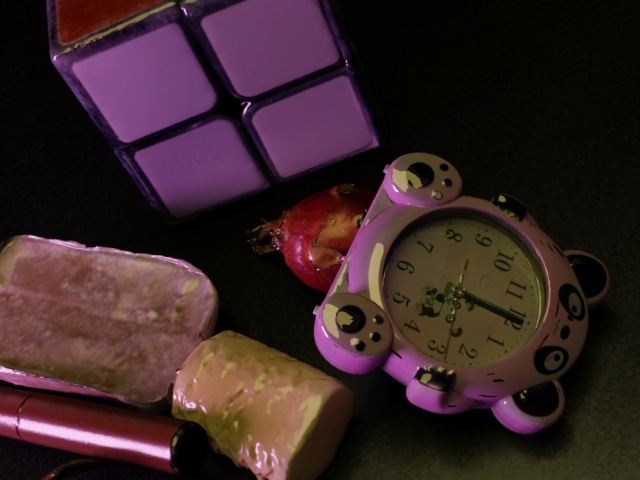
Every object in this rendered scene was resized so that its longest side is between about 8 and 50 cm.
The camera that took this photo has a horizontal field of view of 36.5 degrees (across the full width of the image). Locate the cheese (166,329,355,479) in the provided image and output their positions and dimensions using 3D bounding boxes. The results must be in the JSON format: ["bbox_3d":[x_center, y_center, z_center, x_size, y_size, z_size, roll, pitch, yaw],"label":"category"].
[{"bbox_3d":[-0.061,0.167,0.979,0.167,0.094,0.123,22,63,33],"label":"cheese"}]

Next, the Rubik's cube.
[{"bbox_3d":[-0.130,-0.258,1.200,0.313,0.316,0.318,-21,48,6],"label":"Rubik's cube"}]

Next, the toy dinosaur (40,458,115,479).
[{"bbox_3d":[-0.257,0.345,0.911,0.206,0.113,0.327,-60,23,19],"label":"toy dinosaur"}]

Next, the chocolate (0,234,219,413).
[{"bbox_3d":[-0.261,0.101,1.105,0.303,0.100,0.185,9,51,21],"label":"chocolate"}]

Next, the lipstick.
[{"bbox_3d":[-0.268,0.195,1.030,0.357,0.057,0.057,2,54,33],"label":"lipstick"}]

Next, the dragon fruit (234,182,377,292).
[{"bbox_3d":[0.000,0.000,1.089,0.246,0.125,0.125,6,79,44],"label":"dragon fruit"}]

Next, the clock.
[{"bbox_3d":[0.138,0.056,0.937,0.248,0.090,0.227,25,71,4],"label":"clock"}]
